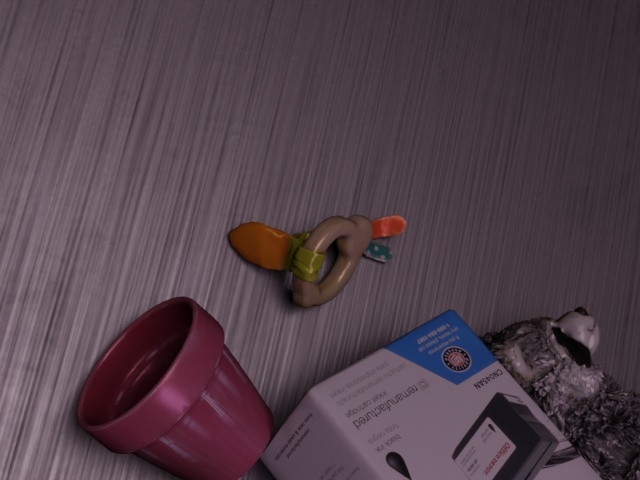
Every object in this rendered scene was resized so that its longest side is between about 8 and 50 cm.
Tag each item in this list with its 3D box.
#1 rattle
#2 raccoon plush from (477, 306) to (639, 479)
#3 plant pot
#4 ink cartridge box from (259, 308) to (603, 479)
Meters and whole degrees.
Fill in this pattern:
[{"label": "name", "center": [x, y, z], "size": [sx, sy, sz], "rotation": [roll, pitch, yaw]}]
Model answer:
[{"label": "rattle", "center": [0.000, 0.000, 1.869], "size": [0.199, 0.142, 0.130], "rotation": [-39, 127, -40]}, {"label": "raccoon plush", "center": [0.312, 0.313, 1.836], "size": [0.299, 0.216, 0.446], "rotation": [19, 71, -9]}, {"label": "plant pot", "center": [-0.162, 0.199, 1.675], "size": [0.180, 0.201, 0.201], "rotation": [45, 65, -23]}, {"label": "ink cartridge box", "center": [0.169, 0.316, 1.685], "size": [0.285, 0.166, 0.395], "rotation": [-25, 68, -43]}]
